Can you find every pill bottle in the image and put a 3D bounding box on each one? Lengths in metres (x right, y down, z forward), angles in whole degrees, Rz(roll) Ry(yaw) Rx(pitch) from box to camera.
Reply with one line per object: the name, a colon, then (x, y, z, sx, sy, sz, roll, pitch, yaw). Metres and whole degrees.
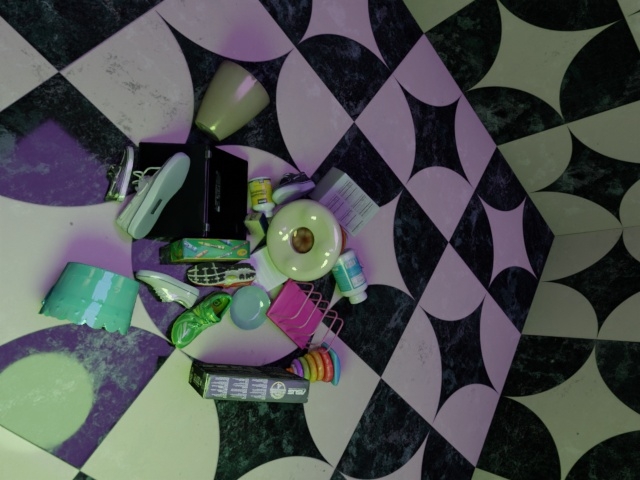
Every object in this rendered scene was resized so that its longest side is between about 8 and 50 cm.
pill bottle: (0.146, 0.182, 2.141, 0.146, 0.146, 0.264, -28, 100, -35)
pill bottle: (-0.263, -0.192, 1.926, 0.103, 0.103, 0.184, -10, 89, -36)

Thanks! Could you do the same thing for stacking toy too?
stacking toy: (0.000, 0.000, 1.983, 0.480, 0.351, 0.350, 1, 81, -68)
stacking toy: (-0.075, 0.590, 1.937, 0.302, 0.166, 0.175, -8, 103, -25)

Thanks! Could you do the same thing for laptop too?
laptop: (-0.520, -0.188, 1.779, 0.408, 0.237, 0.381, 12, 77, -61)

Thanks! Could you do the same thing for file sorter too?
file sorter: (-0.057, 0.344, 1.913, 0.290, 0.182, 0.202, 52, 57, -33)

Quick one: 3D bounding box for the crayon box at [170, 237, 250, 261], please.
crayon box: (-0.445, 0.043, 1.723, 0.279, 0.165, 0.081, 2, 82, -36)

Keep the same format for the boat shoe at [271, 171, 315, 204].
boat shoe: (-0.146, -0.254, 1.986, 0.119, 0.121, 0.335, 54, 26, 3)

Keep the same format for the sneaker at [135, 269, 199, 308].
sneaker: (-0.592, 0.190, 1.640, 0.258, 0.094, 0.091, 29, 63, -30)

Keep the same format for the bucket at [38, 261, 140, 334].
bucket: (-0.755, 0.197, 1.420, 0.281, 0.281, 0.183, 26, 68, -30)

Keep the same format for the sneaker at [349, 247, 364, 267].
sneaker: (0.190, 0.089, 2.243, 0.134, 0.051, 0.070, 37, 69, -21)

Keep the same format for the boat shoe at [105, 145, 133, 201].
boat shoe: (-0.756, -0.257, 1.597, 0.070, 0.078, 0.219, 14, 77, -35)

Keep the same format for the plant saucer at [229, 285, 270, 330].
plant saucer: (-0.313, 0.293, 1.855, 0.195, 0.037, 0.194, 1, 88, -33)

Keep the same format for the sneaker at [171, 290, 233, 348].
sneaker: (-0.470, 0.304, 1.694, 0.295, 0.124, 0.109, -47, 110, -30)

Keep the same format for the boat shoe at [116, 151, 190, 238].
boat shoe: (-0.648, -0.196, 1.603, 0.157, 0.136, 0.367, 31, 88, 10)

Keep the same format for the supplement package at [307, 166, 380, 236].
supplement package: (0.113, -0.193, 2.098, 0.263, 0.199, 0.198, 41, 94, -24)

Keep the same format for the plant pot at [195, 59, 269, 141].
plant pot: (-0.400, -0.569, 1.818, 0.256, 0.256, 0.274, 39, 79, -25)

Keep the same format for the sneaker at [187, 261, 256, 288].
sneaker: (-0.409, 0.163, 1.772, 0.279, 0.118, 0.107, 3, 54, -17)

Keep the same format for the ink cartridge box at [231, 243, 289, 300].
ink cartridge box: (-0.262, 0.134, 1.927, 0.232, 0.066, 0.189, -29, 102, -14)

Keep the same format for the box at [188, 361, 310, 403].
box: (-0.281, 0.544, 1.641, 0.395, 0.318, 0.097, 12, 76, -25)

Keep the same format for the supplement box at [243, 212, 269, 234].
supplement box: (-0.283, -0.073, 1.882, 0.056, 0.083, 0.083, -73, 156, -44)
